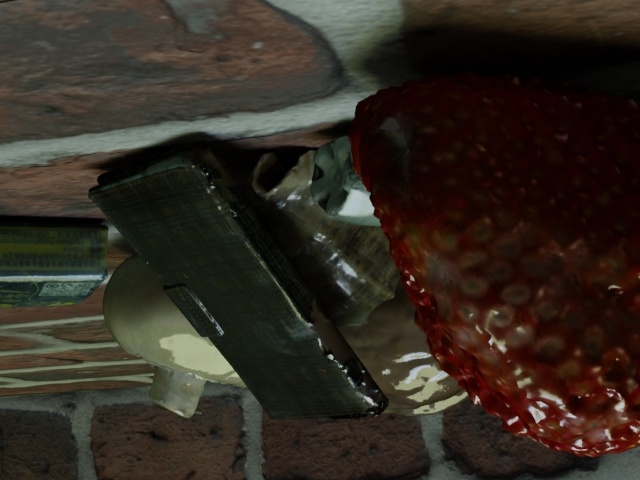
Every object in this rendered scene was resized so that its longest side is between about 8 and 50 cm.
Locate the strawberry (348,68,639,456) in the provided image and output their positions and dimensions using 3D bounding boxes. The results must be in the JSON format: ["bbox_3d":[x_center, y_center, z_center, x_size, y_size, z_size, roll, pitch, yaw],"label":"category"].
[{"bbox_3d":[0.168,0.000,0.954,0.267,0.312,0.351,-38,134,22],"label":"strawberry"}]

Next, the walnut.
[{"bbox_3d":[0.099,0.090,1.493,0.273,0.226,0.273,-3,167,-1],"label":"walnut"}]

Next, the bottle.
[{"bbox_3d":[0.120,-0.049,1.154,0.270,0.083,0.083,4,167,-31],"label":"bottle"}]

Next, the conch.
[{"bbox_3d":[0.001,0.016,1.267,0.210,0.158,0.291,-3,167,10],"label":"conch"}]

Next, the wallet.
[{"bbox_3d":[-0.075,0.048,1.200,0.169,0.044,0.317,-11,123,46],"label":"wallet"}]

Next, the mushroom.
[{"bbox_3d":[-0.153,0.115,1.553,0.246,0.202,0.246,13,173,2],"label":"mushroom"}]

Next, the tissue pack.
[{"bbox_3d":[-0.384,0.030,1.435,0.257,0.081,0.185,2,167,-21],"label":"tissue pack"}]
